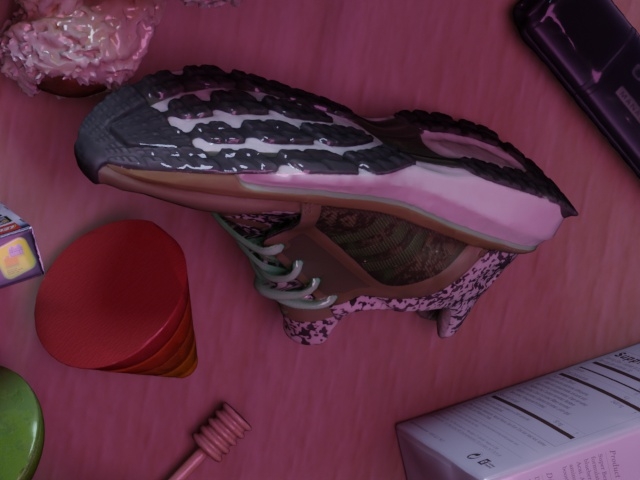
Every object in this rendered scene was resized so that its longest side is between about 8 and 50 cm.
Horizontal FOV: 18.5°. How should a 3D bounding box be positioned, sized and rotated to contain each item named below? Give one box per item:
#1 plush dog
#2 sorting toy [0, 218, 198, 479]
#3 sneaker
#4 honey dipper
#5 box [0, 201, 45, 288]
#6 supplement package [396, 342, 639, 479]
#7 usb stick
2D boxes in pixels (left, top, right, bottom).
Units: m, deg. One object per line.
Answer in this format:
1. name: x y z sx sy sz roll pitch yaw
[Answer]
1. plush dog: -0.172 -0.243 1.296 0.225 0.262 0.211 23 58 -32
2. sorting toy: -0.211 0.153 1.413 0.365 0.127 0.126 -46 141 -4
3. sneaker: 0.000 0.000 1.393 0.410 0.158 0.182 9 113 -37
4. honey dipper: -0.118 0.188 1.476 0.160 0.030 0.030 -45 111 -3
5. box: -0.300 0.027 1.332 0.207 0.114 0.036 -18 105 -16
6. supplement package: 0.237 0.198 1.526 0.293 0.175 0.177 -16 103 -17
7. usb stick: 0.255 -0.101 1.550 0.077 0.045 0.278 -48 111 -14
